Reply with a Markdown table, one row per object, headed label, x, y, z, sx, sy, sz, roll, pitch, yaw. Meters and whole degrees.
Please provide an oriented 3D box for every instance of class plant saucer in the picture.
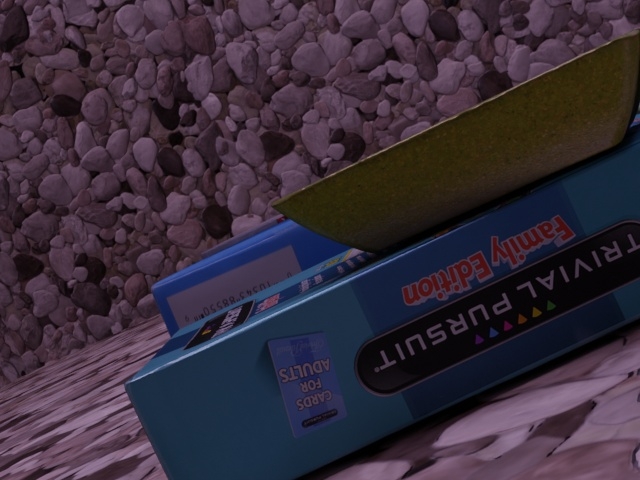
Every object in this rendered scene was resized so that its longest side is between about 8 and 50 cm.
| label | x | y | z | sx | sy | sz | roll | pitch | yaw |
| --- | --- | --- | --- | --- | --- | --- | --- | --- | --- |
| plant saucer | 0.089 | -0.049 | 0.675 | 0.188 | 0.045 | 0.188 | -25 | 2 | 18 |

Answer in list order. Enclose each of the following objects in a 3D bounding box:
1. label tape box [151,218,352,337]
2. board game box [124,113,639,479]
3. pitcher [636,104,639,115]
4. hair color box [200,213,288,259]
| label | x | y | z | sx | sy | sz | roll | pitch | yaw |
| --- | --- | --- | --- | --- | --- | --- | --- | --- | --- |
| label tape box | 0.052 | 0.006 | 1.096 | 0.249 | 0.115 | 0.347 | -24 | 0 | 23 |
| board game box | 0.075 | 0.026 | 0.722 | 0.336 | 0.079 | 0.254 | -25 | 2 | 0 |
| pitcher | 0.308 | -0.122 | 1.193 | 0.207 | 0.125 | 0.178 | -36 | 2 | -30 |
| hair color box | 0.000 | 0.000 | 1.771 | 0.185 | 0.113 | 0.374 | -27 | 2 | -28 |
